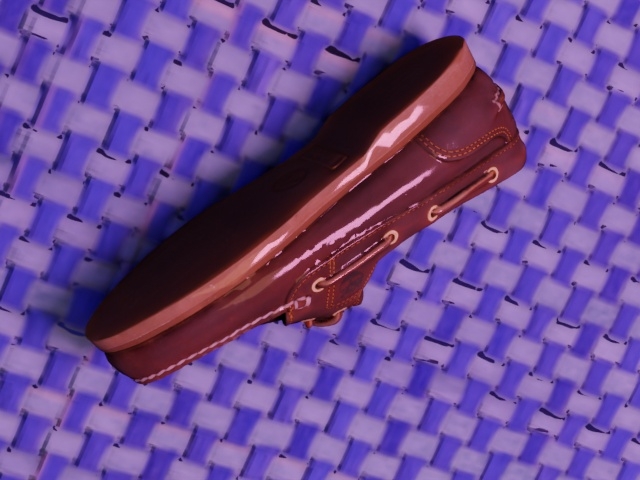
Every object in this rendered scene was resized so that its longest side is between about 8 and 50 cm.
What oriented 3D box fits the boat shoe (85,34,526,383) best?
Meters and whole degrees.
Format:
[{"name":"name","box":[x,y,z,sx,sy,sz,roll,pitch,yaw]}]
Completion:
[{"name":"boat shoe","box":[0.000,0.000,0.630,0.207,0.073,0.073,-36,115,-6]}]
